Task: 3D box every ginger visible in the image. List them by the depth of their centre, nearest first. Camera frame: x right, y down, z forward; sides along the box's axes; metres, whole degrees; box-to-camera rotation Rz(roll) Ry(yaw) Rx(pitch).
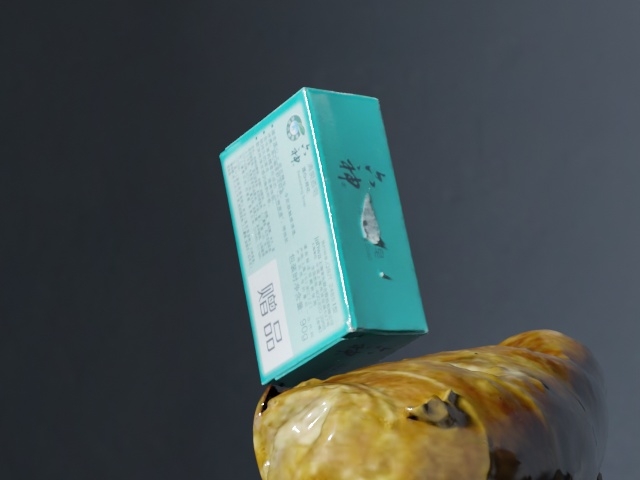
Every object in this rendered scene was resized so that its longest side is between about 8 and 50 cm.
[{"bbox_3d":[0.099,0.183,1.282,0.418,0.176,0.254,8,-101,-65],"label":"ginger"}]

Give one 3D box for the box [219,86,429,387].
[{"bbox_3d":[0.000,0.000,1.813,0.153,0.092,0.245,-34,59,47],"label":"box"}]
